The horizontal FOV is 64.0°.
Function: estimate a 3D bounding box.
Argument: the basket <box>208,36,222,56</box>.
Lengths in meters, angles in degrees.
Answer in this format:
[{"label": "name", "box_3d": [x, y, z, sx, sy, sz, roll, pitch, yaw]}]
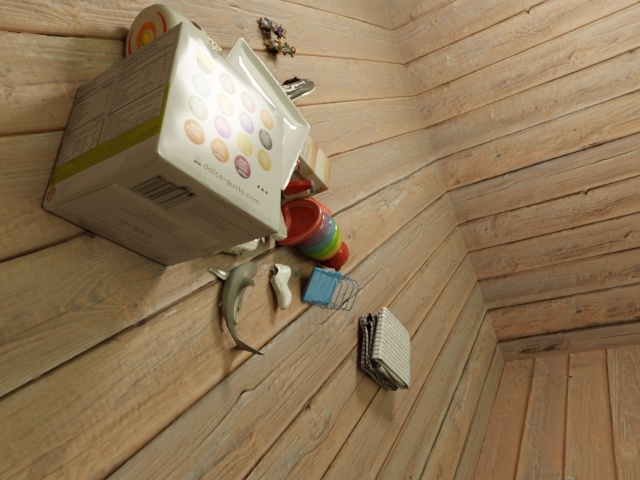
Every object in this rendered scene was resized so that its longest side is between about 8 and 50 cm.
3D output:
[{"label": "basket", "box_3d": [-0.344, -0.488, 1.455, 0.103, 0.113, 0.167, 19, 60, -57]}]

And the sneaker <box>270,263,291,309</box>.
[{"label": "sneaker", "box_3d": [-0.127, 0.141, 1.575, 0.061, 0.053, 0.152, 25, 48, -41]}]

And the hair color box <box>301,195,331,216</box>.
[{"label": "hair color box", "box_3d": [-0.028, -0.107, 1.835, 0.141, 0.072, 0.043, 32, 50, -50]}]

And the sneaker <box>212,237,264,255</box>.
[{"label": "sneaker", "box_3d": [-0.229, -0.001, 1.426, 0.092, 0.087, 0.228, 62, 30, -5]}]

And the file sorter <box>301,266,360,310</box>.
[{"label": "file sorter", "box_3d": [0.040, 0.171, 1.734, 0.170, 0.104, 0.118, 16, 97, -56]}]

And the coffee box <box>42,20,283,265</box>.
[{"label": "coffee box", "box_3d": [-0.316, -0.184, 1.123, 0.337, 0.338, 0.334, 36, 46, -48]}]

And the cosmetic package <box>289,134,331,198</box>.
[{"label": "cosmetic package", "box_3d": [-0.095, -0.295, 1.753, 0.296, 0.129, 0.153, 45, 38, -39]}]

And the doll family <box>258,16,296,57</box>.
[{"label": "doll family", "box_3d": [-0.160, -0.771, 1.943, 0.111, 0.076, 0.193, -19, 89, -55]}]

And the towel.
[{"label": "towel", "box_3d": [0.248, 0.428, 1.991, 0.284, 0.121, 0.235, 47, 41, -41]}]

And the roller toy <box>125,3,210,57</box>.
[{"label": "roller toy", "box_3d": [-0.391, -0.485, 1.294, 0.146, 0.191, 0.209, 9, 68, -57]}]

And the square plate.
[{"label": "square plate", "box_3d": [-0.179, -0.358, 1.455, 0.347, 0.049, 0.344, 49, 37, -28]}]

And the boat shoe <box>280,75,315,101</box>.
[{"label": "boat shoe", "box_3d": [-0.115, -0.554, 1.872, 0.335, 0.112, 0.095, -51, 124, -51]}]

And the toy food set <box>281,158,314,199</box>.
[{"label": "toy food set", "box_3d": [-0.075, -0.212, 1.654, 0.232, 0.104, 0.111, 89, -13, -46]}]

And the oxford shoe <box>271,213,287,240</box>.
[{"label": "oxford shoe", "box_3d": [-0.177, -0.216, 1.551, 0.169, 0.130, 0.449, -72, 143, -82]}]

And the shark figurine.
[{"label": "shark figurine", "box_3d": [-0.209, 0.158, 1.363, 0.166, 0.116, 0.278, 34, 46, -46]}]

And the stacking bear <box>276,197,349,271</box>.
[{"label": "stacking bear", "box_3d": [0.000, 0.000, 1.755, 0.289, 0.164, 0.175, 46, 42, -47]}]
